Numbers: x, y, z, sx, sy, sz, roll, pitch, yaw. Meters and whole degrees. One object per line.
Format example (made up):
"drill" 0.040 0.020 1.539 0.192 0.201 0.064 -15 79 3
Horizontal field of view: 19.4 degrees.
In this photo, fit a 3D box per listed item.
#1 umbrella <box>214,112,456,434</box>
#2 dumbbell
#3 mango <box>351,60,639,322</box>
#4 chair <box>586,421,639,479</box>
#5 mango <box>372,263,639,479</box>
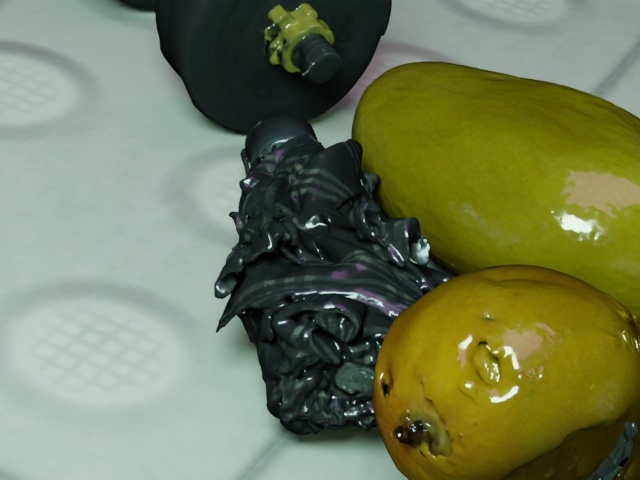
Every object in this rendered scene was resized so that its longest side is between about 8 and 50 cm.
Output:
"umbrella" 0.012 0.001 1.256 0.154 0.128 0.336 8 30 -2
"dumbbell" -0.088 -0.231 1.521 0.185 0.185 0.388 -9 37 -29
"mango" 0.142 -0.039 1.350 0.331 0.142 0.195 25 30 34
"chair" 0.135 0.219 0.992 0.213 0.149 0.174 -33 40 8
"mango" 0.130 0.089 1.085 0.248 0.156 0.151 15 60 -49
